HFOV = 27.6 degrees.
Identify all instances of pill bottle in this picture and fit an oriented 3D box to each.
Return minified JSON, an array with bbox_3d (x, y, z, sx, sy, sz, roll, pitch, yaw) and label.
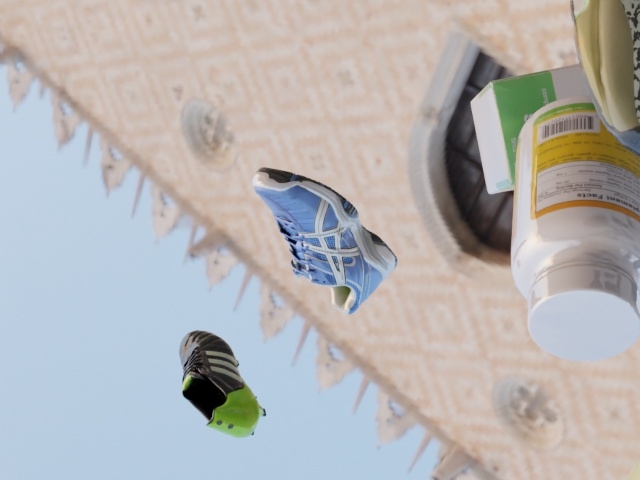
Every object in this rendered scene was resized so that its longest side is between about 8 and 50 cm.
[{"bbox_3d":[0.251,-0.011,1.241,0.136,0.136,0.245,15,-133,-5],"label":"pill bottle"}]

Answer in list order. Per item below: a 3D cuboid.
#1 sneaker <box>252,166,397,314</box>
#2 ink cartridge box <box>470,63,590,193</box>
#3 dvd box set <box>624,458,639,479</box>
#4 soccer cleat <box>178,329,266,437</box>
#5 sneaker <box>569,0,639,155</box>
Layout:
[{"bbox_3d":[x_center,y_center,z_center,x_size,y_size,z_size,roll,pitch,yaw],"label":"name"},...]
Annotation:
[{"bbox_3d":[0.000,0.000,1.342,0.080,0.211,0.081,15,-112,51],"label":"sneaker"},{"bbox_3d":[0.332,-0.141,1.486,0.289,0.211,0.121,-11,-91,1],"label":"ink cartridge box"},{"bbox_3d":[0.276,0.084,0.665,0.062,0.307,0.420,38,-97,-2],"label":"dvd box set"},{"bbox_3d":[-0.120,0.145,1.386,0.072,0.060,0.179,19,-163,-36],"label":"soccer cleat"},{"bbox_3d":[0.323,-0.251,0.964,0.158,0.182,0.410,31,-102,-37],"label":"sneaker"}]
